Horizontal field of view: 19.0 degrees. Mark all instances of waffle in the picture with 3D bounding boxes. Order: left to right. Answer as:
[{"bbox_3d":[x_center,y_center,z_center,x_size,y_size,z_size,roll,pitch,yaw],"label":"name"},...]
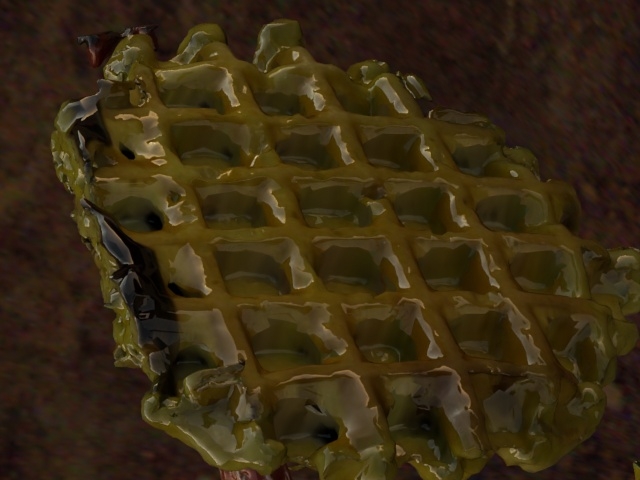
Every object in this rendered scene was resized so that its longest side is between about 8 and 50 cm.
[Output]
[{"bbox_3d":[0.001,-0.003,0.899,0.312,0.307,0.060,36,128,24],"label":"waffle"}]

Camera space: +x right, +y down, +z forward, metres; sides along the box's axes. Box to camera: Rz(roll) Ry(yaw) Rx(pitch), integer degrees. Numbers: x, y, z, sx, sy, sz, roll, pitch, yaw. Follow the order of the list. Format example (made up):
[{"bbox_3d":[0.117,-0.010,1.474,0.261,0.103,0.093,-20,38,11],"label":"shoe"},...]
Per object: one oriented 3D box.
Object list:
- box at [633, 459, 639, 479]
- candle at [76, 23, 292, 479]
[{"bbox_3d":[0.376,0.207,1.412,0.279,0.041,0.153,-12,105,-10],"label":"box"},{"bbox_3d":[-0.071,0.029,1.146,0.051,0.048,0.329,10,119,60],"label":"candle"}]
